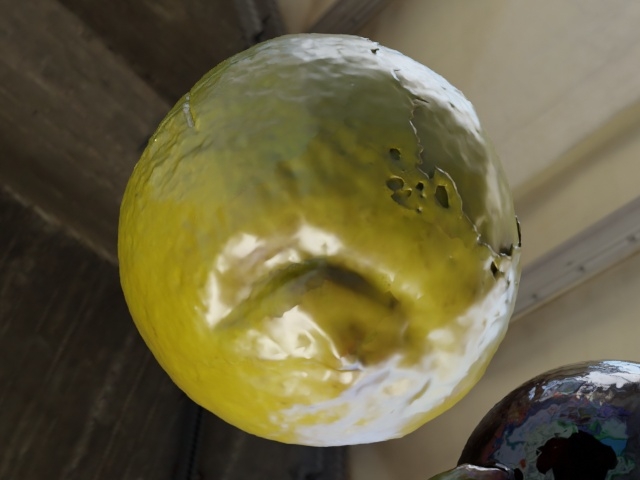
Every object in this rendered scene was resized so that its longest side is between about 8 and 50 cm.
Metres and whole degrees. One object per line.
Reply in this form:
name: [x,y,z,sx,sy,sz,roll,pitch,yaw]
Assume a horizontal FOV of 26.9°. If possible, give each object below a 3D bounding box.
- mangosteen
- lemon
mangosteen: [0.235,0.259,1.135,0.347,0.307,0.307,-19,-102,-42]
lemon: [0.001,0.000,0.929,0.297,0.297,0.297,20,-127,-29]
